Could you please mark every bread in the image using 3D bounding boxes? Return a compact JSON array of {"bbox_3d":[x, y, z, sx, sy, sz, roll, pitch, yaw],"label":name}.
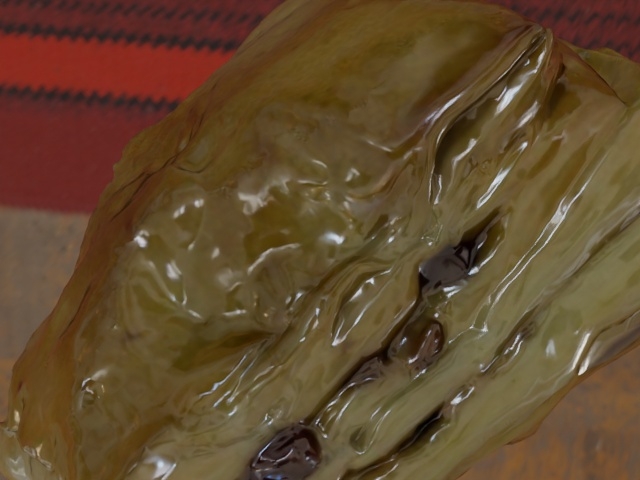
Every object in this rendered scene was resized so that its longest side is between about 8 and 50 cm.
[{"bbox_3d":[0.000,0.000,0.885,0.370,0.314,0.191,-34,112,-10],"label":"bread"}]
